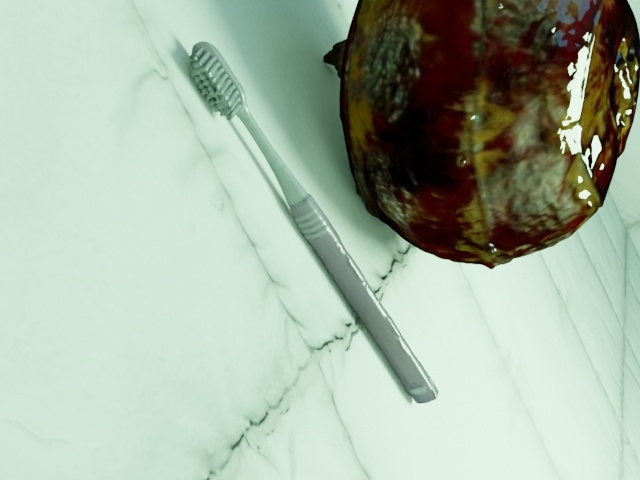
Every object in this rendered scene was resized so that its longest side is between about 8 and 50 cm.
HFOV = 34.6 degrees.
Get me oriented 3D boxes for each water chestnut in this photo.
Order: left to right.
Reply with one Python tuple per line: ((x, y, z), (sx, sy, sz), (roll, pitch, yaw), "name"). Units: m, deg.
((0.135, -0.147, 0.964), (0.350, 0.302, 0.350), (-32, 127, -54), "water chestnut")

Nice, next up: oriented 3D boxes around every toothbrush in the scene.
((0.000, 0.000, 0.795), (0.354, 0.024, 0.029), (57, 28, -23), "toothbrush")
